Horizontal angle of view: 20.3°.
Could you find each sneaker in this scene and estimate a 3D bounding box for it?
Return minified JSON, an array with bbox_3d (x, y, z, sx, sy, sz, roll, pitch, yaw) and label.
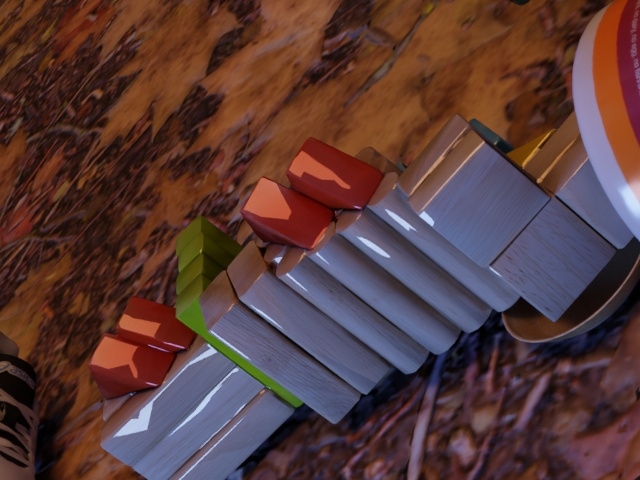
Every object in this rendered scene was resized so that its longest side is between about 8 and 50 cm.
[{"bbox_3d":[-0.208,0.118,1.098,0.086,0.085,0.237,-52,26,5],"label":"sneaker"}]

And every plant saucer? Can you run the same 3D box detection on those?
[{"bbox_3d":[0.117,0.015,0.794,0.083,0.015,0.083,-38,27,24],"label":"plant saucer"}]

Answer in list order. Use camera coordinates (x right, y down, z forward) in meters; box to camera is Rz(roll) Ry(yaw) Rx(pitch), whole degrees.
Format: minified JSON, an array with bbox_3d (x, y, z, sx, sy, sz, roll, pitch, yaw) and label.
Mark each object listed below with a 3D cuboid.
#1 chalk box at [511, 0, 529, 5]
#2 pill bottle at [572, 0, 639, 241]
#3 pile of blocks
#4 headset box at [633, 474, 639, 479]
[{"bbox_3d":[0.134,-0.258,0.950,0.179,0.180,0.289,0,53,58],"label":"chalk box"},{"bbox_3d":[0.210,-0.074,0.641,0.221,0.121,0.121,-26,34,40],"label":"pill bottle"},{"bbox_3d":[0.000,0.000,0.865,0.362,0.112,0.149,-32,30,39],"label":"pile of blocks"},{"bbox_3d":[0.121,0.167,0.465,0.293,0.110,0.218,-42,26,16],"label":"headset box"}]
